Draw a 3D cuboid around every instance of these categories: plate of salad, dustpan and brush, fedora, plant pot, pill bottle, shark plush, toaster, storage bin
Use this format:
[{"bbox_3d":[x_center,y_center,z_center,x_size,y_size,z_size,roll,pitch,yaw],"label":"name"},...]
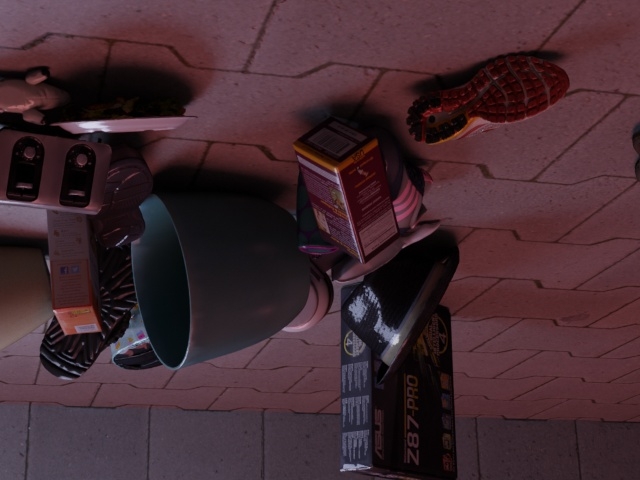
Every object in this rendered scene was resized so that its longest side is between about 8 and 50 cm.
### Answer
[{"bbox_3d":[-0.267,-0.172,1.643,0.200,0.048,0.200,-2,-175,0],"label":"plate of salad"},{"bbox_3d":[0.120,0.013,2.196,0.211,0.060,0.147,-38,-168,10],"label":"dustpan and brush"},{"bbox_3d":[0.134,0.116,2.312,0.152,0.334,0.334,29,160,3],"label":"fedora"},{"bbox_3d":[-0.633,0.111,2.228,0.274,0.256,0.256,-16,163,-9],"label":"plant pot"},{"bbox_3d":[-0.047,0.106,2.279,0.131,0.131,0.229,-3,-179,5],"label":"pill bottle"},{"bbox_3d":[-0.420,-0.189,1.618,0.161,0.073,0.067,-7,-168,-1],"label":"shark plush"},{"bbox_3d":[-0.411,-0.102,1.717,0.168,0.110,0.185,7,180,-33],"label":"toaster"},{"bbox_3d":[-0.157,0.051,2.002,0.235,0.293,0.293,-8,165,-24],"label":"plant pot"},{"bbox_3d":[0.000,0.000,2.155,0.091,0.098,0.135,-32,157,2],"label":"storage bin"}]

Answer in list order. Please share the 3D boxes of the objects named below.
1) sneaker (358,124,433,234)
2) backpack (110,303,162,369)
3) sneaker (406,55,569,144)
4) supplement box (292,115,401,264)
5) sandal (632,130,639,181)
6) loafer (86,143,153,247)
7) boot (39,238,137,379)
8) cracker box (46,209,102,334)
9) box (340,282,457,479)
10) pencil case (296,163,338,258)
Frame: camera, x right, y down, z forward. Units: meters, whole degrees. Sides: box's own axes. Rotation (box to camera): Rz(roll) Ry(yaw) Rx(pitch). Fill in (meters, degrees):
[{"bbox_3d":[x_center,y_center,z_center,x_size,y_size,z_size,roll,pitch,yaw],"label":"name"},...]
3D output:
[{"bbox_3d":[0.114,-0.100,1.882,0.131,0.112,0.319,-27,160,-12],"label":"sneaker"},{"bbox_3d":[-0.361,0.196,2.575,0.188,0.144,0.166,-31,156,11],"label":"backpack"},{"bbox_3d":[0.231,-0.192,1.637,0.225,0.088,0.093,-13,178,31],"label":"sneaker"},{"bbox_3d":[0.040,-0.072,1.760,0.104,0.081,0.188,32,150,43],"label":"supplement box"},{"bbox_3d":[0.526,-0.119,1.873,0.090,0.060,0.219,-4,161,7],"label":"sandal"},{"bbox_3d":[-0.325,-0.083,1.875,0.109,0.095,0.302,-16,161,-15],"label":"loafer"},{"bbox_3d":[-0.388,0.085,2.258,0.131,0.348,0.260,38,-166,-1],"label":"boot"},{"bbox_3d":[-0.396,0.020,1.939,0.067,0.232,0.156,-6,162,-6],"label":"cracker box"},{"bbox_3d":[0.168,0.312,2.590,0.097,0.395,0.318,-15,156,38],"label":"box"},{"bbox_3d":[-0.002,-0.052,1.889,0.070,0.152,0.064,6,162,-18],"label":"pencil case"}]
